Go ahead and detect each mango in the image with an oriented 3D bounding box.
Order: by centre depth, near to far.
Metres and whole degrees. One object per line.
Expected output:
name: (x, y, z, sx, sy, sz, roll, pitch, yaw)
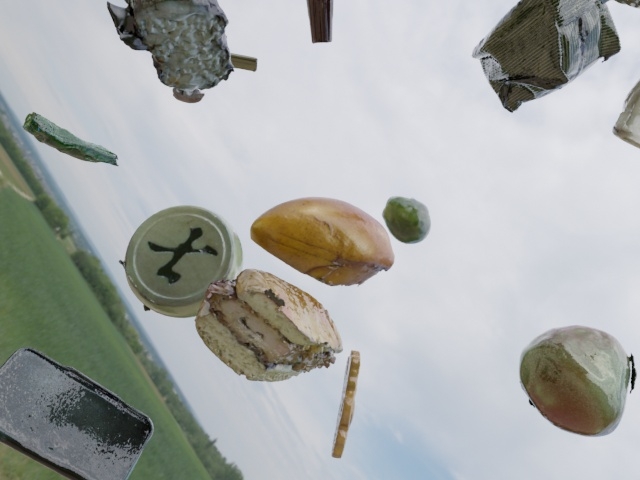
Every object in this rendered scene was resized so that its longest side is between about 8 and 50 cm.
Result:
mango: (0.000, 0.000, 1.105, 0.201, 0.350, 0.198, -16, -119, 59)

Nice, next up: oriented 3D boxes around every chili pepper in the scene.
chili pepper: (-0.603, -0.233, 1.152, 0.098, 0.060, 0.224, 27, -2, 38)
chili pepper: (-0.373, -0.414, 1.335, 0.153, 0.041, 0.050, 23, -80, 31)

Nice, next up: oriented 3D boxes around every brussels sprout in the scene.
brussels sprout: (0.272, -0.065, 1.490, 0.162, 0.143, 0.181, 28, 13, 11)

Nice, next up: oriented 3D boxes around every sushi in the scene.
sushi: (-0.207, -0.307, 0.670, 0.212, 0.147, 0.114, 87, -16, -80)

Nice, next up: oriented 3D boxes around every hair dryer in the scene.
hair dryer: (0.017, -0.744, 1.292, 0.123, 0.340, 0.312, 4, -50, 11)

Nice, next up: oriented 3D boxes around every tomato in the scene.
tomato: (0.727, 0.378, 1.321, 0.303, 0.304, 0.239, 45, -28, 24)

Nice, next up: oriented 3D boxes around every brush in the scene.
brush: (-0.334, -0.570, 1.443, 0.054, 0.283, 0.048, 111, -15, -59)

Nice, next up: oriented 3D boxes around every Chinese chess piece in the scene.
Chinese chess piece: (-0.269, 0.042, 0.932, 0.237, 0.238, 0.092, 50, -14, 15)

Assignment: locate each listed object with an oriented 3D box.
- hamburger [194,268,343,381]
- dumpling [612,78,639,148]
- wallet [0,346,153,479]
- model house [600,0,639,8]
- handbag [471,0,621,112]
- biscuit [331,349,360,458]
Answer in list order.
hamburger: (-0.077, 0.145, 0.807, 0.282, 0.156, 0.245, 54, 13, -14)
dumpling: (0.725, -0.243, 0.880, 0.260, 0.341, 0.181, 44, -43, 16)
wallet: (-0.490, 0.351, 0.913, 0.318, 0.172, 0.045, 39, -43, -17)
model house: (0.556, -0.625, 0.864, 0.298, 0.243, 0.284, -58, -138, 17)
handbag: (0.563, -0.495, 1.200, 0.240, 0.247, 0.341, 56, -6, -3)
biscuit: (0.060, 0.374, 1.083, 0.040, 0.236, 0.144, 7, -28, 6)
